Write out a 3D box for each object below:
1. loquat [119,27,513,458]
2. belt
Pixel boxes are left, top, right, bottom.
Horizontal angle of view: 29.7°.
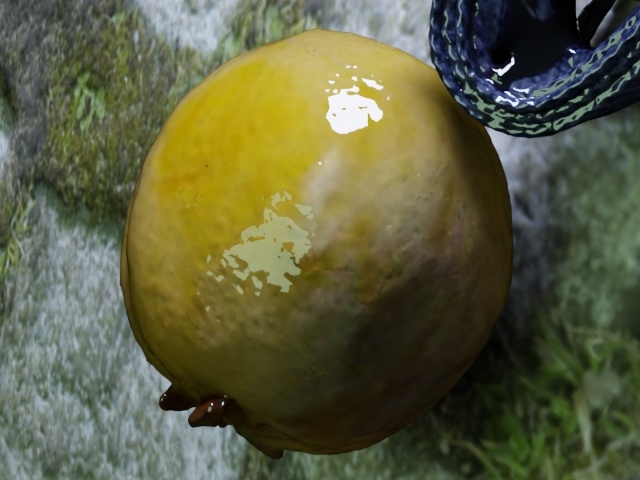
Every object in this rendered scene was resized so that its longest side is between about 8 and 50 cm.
[{"bbox_3d":[0.000,0.000,0.665,0.238,0.193,0.238,-12,65,27],"label":"loquat"},{"bbox_3d":[0.142,-0.161,0.563,0.139,0.126,0.231,33,115,19],"label":"belt"}]
